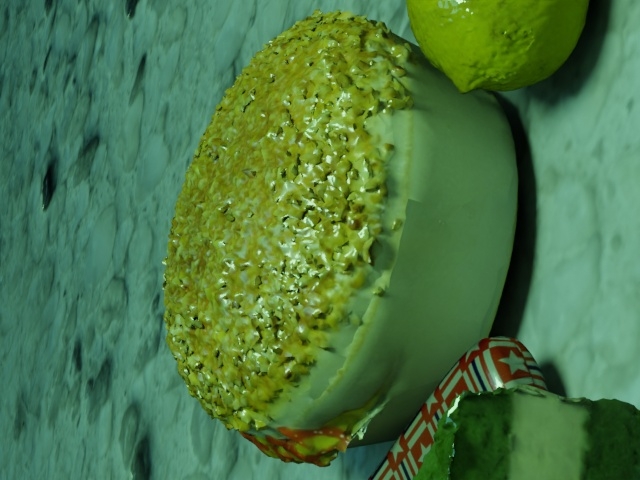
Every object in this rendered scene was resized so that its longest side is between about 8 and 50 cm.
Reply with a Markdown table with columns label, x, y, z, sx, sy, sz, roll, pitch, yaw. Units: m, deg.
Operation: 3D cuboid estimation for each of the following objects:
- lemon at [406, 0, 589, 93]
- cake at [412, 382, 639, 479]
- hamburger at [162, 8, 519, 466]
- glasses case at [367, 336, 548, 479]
| label | x | y | z | sx | sy | sz | roll | pitch | yaw |
| --- | --- | --- | --- | --- | --- | --- | --- | --- | --- |
| lemon | 0.102 | -0.147 | 0.907 | 0.109 | 0.109 | 0.133 | -26 | 50 | 63 |
| cake | 0.079 | 0.218 | 0.752 | 0.172 | 0.158 | 0.284 | 158 | 120 | -66 |
| hamburger | 0.000 | 0.000 | 0.998 | 0.276 | 0.179 | 0.294 | -135 | 58 | -64 |
| glasses case | 0.080 | 0.135 | 0.919 | 0.194 | 0.049 | 0.073 | -59 | 42 | 42 |
